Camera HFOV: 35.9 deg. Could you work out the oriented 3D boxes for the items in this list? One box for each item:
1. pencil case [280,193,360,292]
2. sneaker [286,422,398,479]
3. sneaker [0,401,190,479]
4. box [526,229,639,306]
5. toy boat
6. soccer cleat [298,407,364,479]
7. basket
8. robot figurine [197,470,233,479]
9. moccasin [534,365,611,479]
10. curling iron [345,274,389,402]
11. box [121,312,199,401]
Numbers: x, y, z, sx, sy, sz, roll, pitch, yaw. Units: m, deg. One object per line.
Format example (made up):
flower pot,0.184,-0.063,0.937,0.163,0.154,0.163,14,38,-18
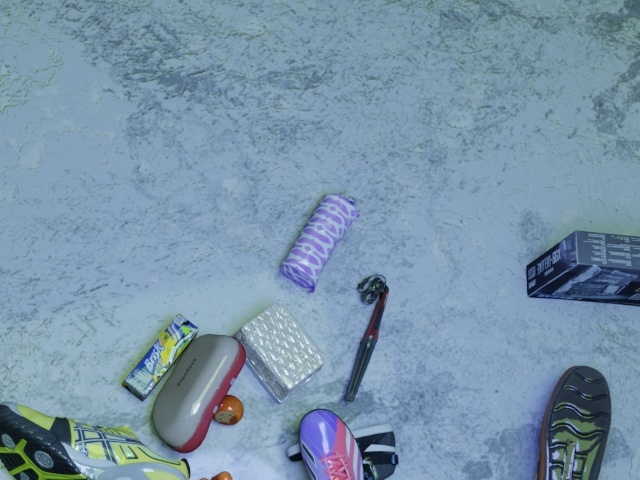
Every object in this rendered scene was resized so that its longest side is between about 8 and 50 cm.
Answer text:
pencil case,0.000,0.000,2.016,0.088,0.086,0.206,42,67,-22
sneaker,0.050,0.427,1.882,0.216,0.079,0.121,-9,75,-16
sneaker,-0.415,0.394,1.777,0.384,0.145,0.147,29,37,0
box,0.618,0.063,2.049,0.307,0.242,0.077,6,70,-12
toy boat,-0.205,0.298,1.852,0.151,0.151,0.231,43,65,-28
soccer cleat,0.038,0.463,1.795,0.108,0.116,0.318,-15,96,0
basket,-0.081,0.212,1.911,0.113,0.103,0.167,-36,82,-22
robot figurine,-0.171,0.532,1.770,0.128,0.158,0.220,-25,75,22
moccasin,0.498,0.437,1.960,0.139,0.147,0.380,6,74,4
curling iron,0.087,0.195,1.993,0.068,0.035,0.274,14,68,-4
box,-0.304,0.222,1.879,0.054,0.059,0.169,38,68,1
